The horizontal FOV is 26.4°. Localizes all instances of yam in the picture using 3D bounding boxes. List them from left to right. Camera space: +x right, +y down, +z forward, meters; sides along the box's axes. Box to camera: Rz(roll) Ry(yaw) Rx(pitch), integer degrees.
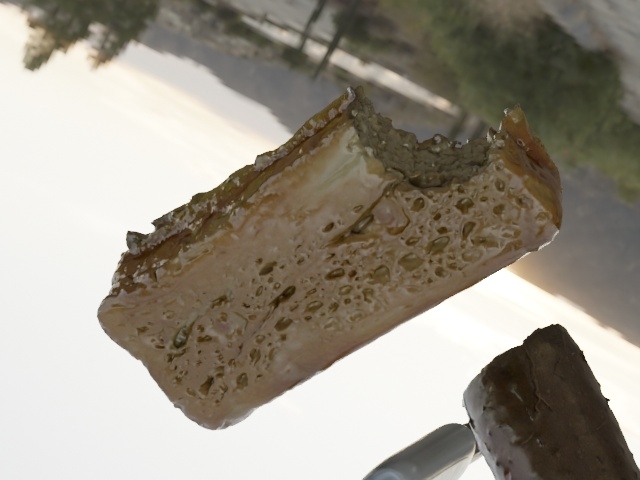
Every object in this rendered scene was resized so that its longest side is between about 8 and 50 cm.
[{"bbox_3d":[0.216,0.202,1.212,0.129,0.128,0.238,92,158,-63],"label":"yam"}]

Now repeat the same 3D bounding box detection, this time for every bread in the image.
[{"bbox_3d":[0.000,0.000,1.070,0.185,0.380,0.109,52,-153,-12],"label":"bread"}]

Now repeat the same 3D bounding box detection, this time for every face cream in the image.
[{"bbox_3d":[0.140,0.299,1.783,0.071,0.144,0.291,46,-151,17],"label":"face cream"}]
